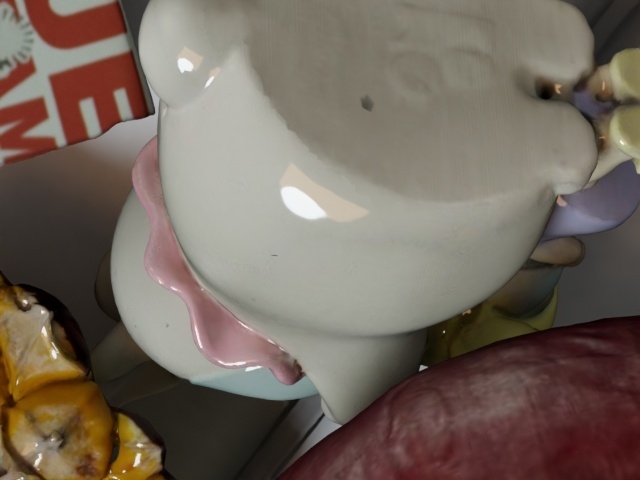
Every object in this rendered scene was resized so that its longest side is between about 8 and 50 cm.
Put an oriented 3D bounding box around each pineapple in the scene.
[{"bbox_3d":[-0.127,0.086,0.591,0.225,0.076,0.225,35,147,27],"label":"pineapple"}]

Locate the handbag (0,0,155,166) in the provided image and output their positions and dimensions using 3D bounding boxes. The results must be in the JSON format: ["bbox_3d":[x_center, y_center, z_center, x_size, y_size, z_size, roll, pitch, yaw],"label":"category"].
[{"bbox_3d":[-0.208,-0.085,0.553,0.298,0.151,0.171,-15,102,23],"label":"handbag"}]

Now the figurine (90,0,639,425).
[{"bbox_3d":[0.000,0.000,0.524,0.155,0.127,0.235,-2,155,-19],"label":"figurine"}]

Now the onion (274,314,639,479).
[{"bbox_3d":[0.111,0.196,0.426,0.348,0.285,0.347,-1,102,-5],"label":"onion"}]
